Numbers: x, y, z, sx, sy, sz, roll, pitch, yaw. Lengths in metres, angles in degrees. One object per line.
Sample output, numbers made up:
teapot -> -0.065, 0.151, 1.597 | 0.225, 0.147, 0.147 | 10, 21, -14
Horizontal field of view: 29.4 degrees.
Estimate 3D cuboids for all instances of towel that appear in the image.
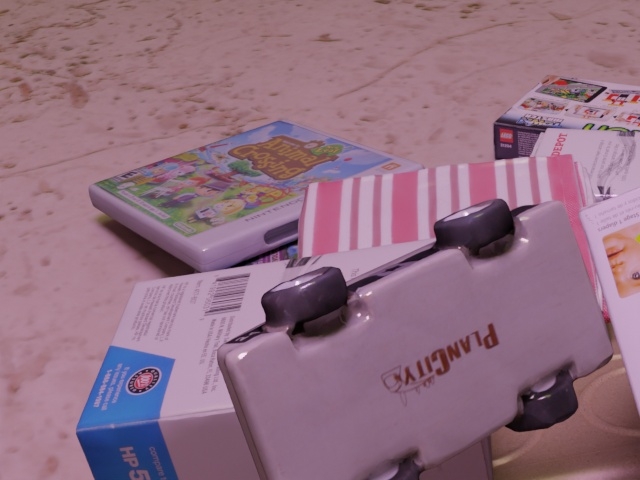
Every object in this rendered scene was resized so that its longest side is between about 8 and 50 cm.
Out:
towel -> 0.081, 0.008, 0.788 | 0.197, 0.029, 0.144 | -6, 43, 9

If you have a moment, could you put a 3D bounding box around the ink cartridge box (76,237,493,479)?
ink cartridge box -> -0.011, 0.078, 0.667 | 0.203, 0.085, 0.148 | -8, 27, 10

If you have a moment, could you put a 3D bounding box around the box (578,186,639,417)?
box -> 0.210, 0.069, 0.546 | 0.114, 0.103, 0.203 | -24, 62, 26

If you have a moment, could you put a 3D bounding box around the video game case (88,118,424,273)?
video game case -> -0.055, -0.043, 0.959 | 0.193, 0.023, 0.212 | -22, 25, -26

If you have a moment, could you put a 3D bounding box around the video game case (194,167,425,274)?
video game case -> 0.000, 0.000, 0.897 | 0.184, 0.023, 0.201 | -10, 23, 1

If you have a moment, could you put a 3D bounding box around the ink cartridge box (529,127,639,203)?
ink cartridge box -> 0.228, -0.031, 0.888 | 0.151, 0.063, 0.109 | 4, 31, 20

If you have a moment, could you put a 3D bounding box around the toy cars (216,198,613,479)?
toy cars -> -0.006, 0.141, 0.493 | 0.087, 0.176, 0.393 | -11, 51, 56

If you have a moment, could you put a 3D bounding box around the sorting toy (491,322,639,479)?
sorting toy -> 0.088, 0.101, 0.720 | 0.307, 0.041, 0.229 | -12, 26, 5

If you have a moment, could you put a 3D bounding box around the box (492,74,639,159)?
box -> 0.261, -0.090, 1.014 | 0.207, 0.036, 0.114 | 13, 35, 32
